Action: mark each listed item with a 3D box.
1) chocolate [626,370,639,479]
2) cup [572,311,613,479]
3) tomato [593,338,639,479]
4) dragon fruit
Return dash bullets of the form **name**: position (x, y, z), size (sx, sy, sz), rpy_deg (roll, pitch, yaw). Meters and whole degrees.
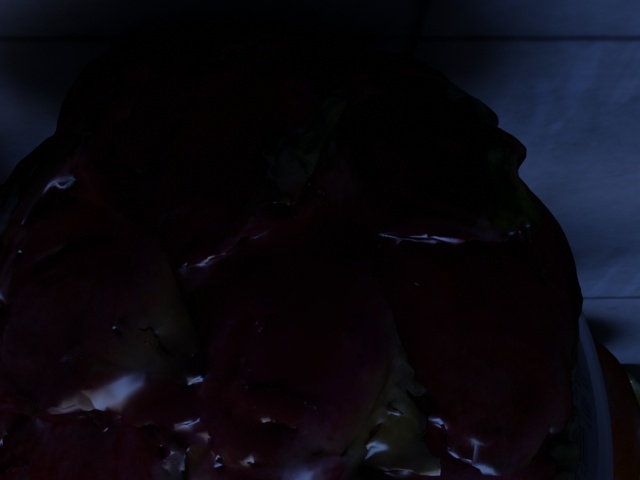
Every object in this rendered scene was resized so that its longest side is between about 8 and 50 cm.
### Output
- **chocolate**: position (0.273, 0.252, 1.757), size (0.162, 0.162, 0.445), rpy_deg (-4, 164, 6)
- **cup**: position (0.000, 0.141, 1.212), size (0.371, 0.253, 0.253), rpy_deg (-12, 160, 23)
- **tomato**: position (0.167, 0.174, 1.442), size (0.208, 0.184, 0.208), rpy_deg (-2, 165, -1)
- **dragon fruit**: position (-0.026, 0.049, 0.823), size (0.329, 0.329, 0.329), rpy_deg (-2, 163, -1)
